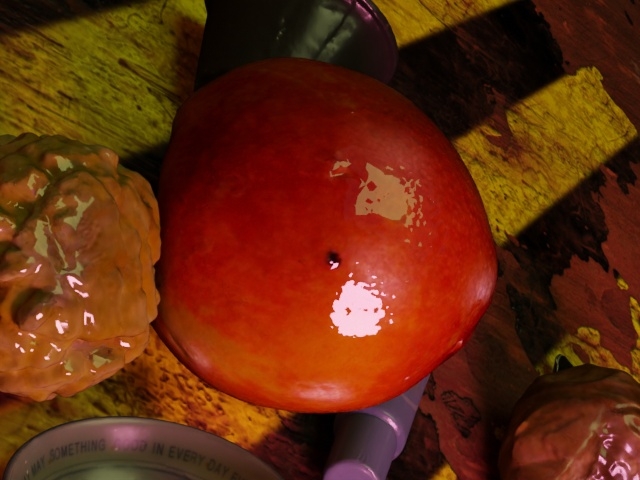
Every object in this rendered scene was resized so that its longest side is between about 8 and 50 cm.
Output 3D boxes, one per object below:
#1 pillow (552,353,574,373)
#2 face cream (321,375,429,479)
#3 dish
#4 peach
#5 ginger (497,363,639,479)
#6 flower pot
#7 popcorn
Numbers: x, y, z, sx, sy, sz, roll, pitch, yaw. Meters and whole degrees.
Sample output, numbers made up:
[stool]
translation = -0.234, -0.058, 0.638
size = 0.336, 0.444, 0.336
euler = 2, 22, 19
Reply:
[pillow]
translation = 0.388, 0.239, 2.028
size = 0.135, 0.055, 0.091
euler = 42, 18, -25
[face cream]
translation = 0.079, 0.178, 1.663
size = 0.135, 0.086, 0.385
euler = 49, 30, -14
[dish]
translation = -0.158, 0.285, 1.227
size = 0.273, 0.134, 0.273
euler = 12, 23, -5
[peach]
translation = 0.000, 0.000, 1.430
size = 0.388, 0.388, 0.388
euler = 32, 42, -33
[ginger]
translation = 0.334, 0.287, 1.802
size = 0.200, 0.269, 0.223
euler = 65, -9, -21
[flower pot]
translation = -0.055, -0.217, 1.699
size = 0.269, 0.269, 0.166
euler = 42, 60, -22
[popcorn]
translation = -0.264, 0.024, 1.249
size = 0.249, 0.225, 0.249
euler = 25, 60, -53
